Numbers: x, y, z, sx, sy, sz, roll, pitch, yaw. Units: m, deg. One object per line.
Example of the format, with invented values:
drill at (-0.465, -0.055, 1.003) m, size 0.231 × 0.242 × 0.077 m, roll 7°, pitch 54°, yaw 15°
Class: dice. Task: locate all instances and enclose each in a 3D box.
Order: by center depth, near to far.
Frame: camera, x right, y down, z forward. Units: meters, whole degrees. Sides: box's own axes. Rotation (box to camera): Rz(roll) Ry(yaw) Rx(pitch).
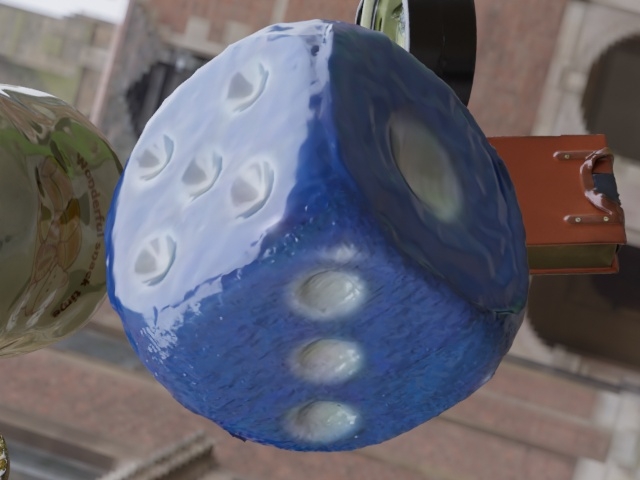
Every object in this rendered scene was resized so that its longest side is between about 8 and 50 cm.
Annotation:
dice at (0.000, 0.000, 0.761) m, size 0.146 × 0.146 × 0.143 m, roll -35°, pitch 39°, yaw 30°

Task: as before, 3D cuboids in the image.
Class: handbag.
handbag at (0.171, -0.031, 1.521) m, size 0.063 × 0.190 × 0.127 m, roll 90°, pitch 177°, yaw -53°

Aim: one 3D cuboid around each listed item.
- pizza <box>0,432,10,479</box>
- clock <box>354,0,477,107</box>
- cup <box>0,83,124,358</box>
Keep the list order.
pizza at (-0.366, 0.234, 1.722) m, size 0.123 × 0.109 × 0.026 m, roll -96°, pitch 3°, yaw -55°
clock at (0.079, -0.146, 1.790) m, size 0.276 × 0.120 × 0.379 m, roll -102°, pitch 20°, yaw -46°
cup at (-0.249, 0.019, 1.017) m, size 0.255 × 0.173 × 0.202 m, roll -49°, pitch -12°, yaw 12°
